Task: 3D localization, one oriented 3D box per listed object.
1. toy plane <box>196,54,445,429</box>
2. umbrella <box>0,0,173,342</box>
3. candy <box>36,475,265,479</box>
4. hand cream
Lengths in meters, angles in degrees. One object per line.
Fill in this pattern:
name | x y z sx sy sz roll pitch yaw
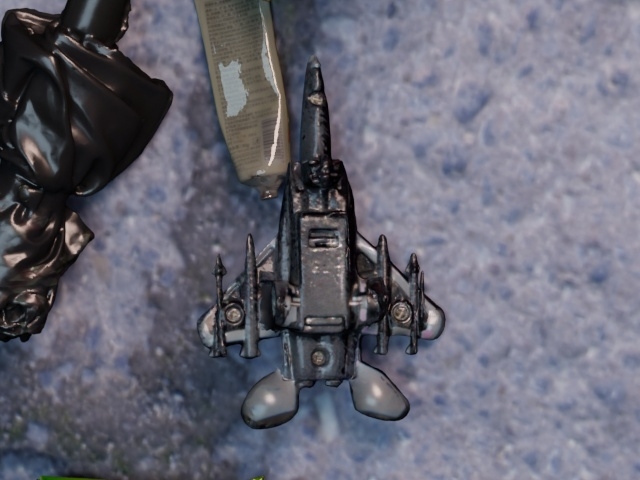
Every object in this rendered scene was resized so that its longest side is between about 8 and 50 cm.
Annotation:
toy plane | 0.001 0.000 1.267 0.169 0.078 0.246 -1 99 -9
umbrella | -0.194 -0.055 1.326 0.122 0.110 0.272 26 102 15
candy | -0.122 0.219 1.377 0.178 0.032 0.102 0 102 19
hand cream | -0.051 -0.109 1.304 0.057 0.037 0.165 -12 87 22
